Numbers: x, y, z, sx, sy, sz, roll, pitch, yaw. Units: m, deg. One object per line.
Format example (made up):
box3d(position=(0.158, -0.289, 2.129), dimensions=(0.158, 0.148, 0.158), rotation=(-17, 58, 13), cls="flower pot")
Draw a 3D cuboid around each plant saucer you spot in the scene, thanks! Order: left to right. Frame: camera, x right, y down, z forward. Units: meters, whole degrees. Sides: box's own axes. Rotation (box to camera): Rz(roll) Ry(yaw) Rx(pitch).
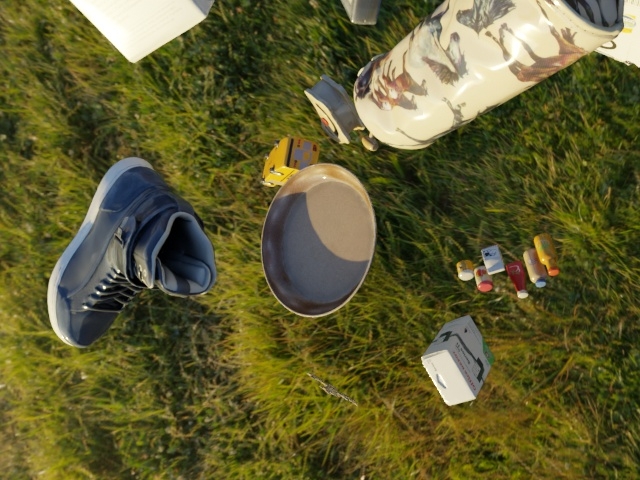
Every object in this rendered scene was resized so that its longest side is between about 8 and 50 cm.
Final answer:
box3d(position=(0.000, 0.000, 1.178), dimensions=(0.310, 0.050, 0.310), rotation=(-9, 76, 41), cls="plant saucer")

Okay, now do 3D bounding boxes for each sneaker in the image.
box3d(position=(-0.197, 0.045, 0.599), dimensions=(0.163, 0.086, 0.226), rotation=(35, 107, 37), cls="sneaker")

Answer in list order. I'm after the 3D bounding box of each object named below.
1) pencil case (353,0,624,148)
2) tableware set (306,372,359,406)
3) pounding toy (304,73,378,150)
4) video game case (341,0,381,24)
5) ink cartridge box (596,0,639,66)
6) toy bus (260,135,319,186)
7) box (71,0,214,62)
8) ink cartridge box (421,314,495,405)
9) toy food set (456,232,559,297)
box3d(position=(0.196, -0.261, 0.791), dimensions=(0.410, 0.160, 0.183), rotation=(-26, 87, 62), cls="pencil case")
box3d(position=(0.036, 0.462, 1.794), dimensions=(0.141, 0.169, 0.020), rotation=(21, 77, 54), cls="tableware set")
box3d(position=(0.078, -0.393, 1.750), dimensions=(0.155, 0.269, 0.154), rotation=(-44, 40, -6), cls="pounding toy")
box3d(position=(0.025, -0.329, 0.485), dimensions=(0.026, 0.274, 0.196), rotation=(0, 131, -11), cls="video game case")
box3d(position=(0.596, -0.420, 0.947), dimensions=(0.151, 0.395, 0.270), rotation=(-40, 56, -15), cls="ink cartridge box")
box3d(position=(-0.111, -0.252, 1.933), dimensions=(0.130, 0.333, 0.108), rotation=(11, 82, -14), cls="toy bus")
box3d(position=(-0.303, -0.471, 0.813), dimensions=(0.168, 0.345, 0.215), rotation=(-17, 44, 31), cls="box")
box3d(position=(0.372, 0.318, 1.555), dimensions=(0.087, 0.208, 0.153), rotation=(-29, 94, 36), cls="ink cartridge box")
box3d(position=(0.455, 0.079, 1.398), dimensions=(0.232, 0.111, 0.104), rotation=(-19, 47, 20), cls="toy food set")
